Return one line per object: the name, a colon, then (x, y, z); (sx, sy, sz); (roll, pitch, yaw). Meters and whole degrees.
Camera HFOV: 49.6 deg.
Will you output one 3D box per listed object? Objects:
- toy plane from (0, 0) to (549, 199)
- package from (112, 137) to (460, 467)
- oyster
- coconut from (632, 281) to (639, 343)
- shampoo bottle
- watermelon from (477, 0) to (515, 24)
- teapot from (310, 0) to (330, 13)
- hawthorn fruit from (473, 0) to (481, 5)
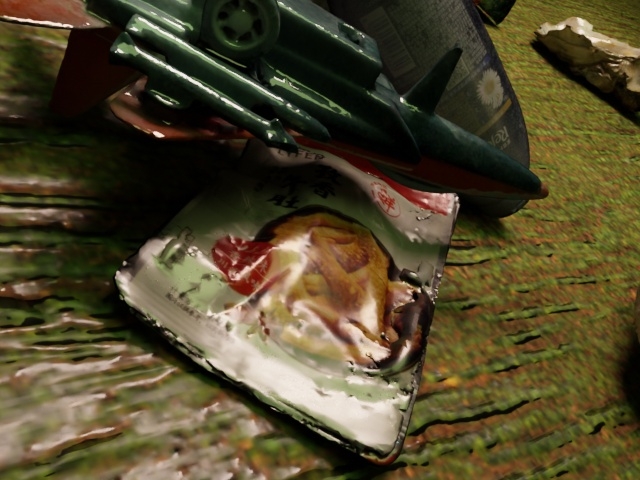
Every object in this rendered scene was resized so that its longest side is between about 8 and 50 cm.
toy plane: (-0.002, -0.092, 0.393); (0.326, 0.104, 0.223); (14, 33, -11)
package: (0.000, 0.000, 0.400); (0.154, 0.030, 0.239); (31, 36, -4)
oyster: (0.429, -0.266, 1.037); (0.233, 0.107, 0.161); (25, 37, 16)
coconut: (0.325, 0.053, 0.469); (0.224, 0.224, 0.234); (40, 34, 5)
shampoo bottle: (0.091, -0.108, 0.497); (0.233, 0.087, 0.049); (50, 1, -34)
watermelon: (0.183, -0.400, 0.977); (0.207, 0.202, 0.136); (11, 79, -13)
teapot: (0.055, -0.136, 0.540); (0.200, 0.107, 0.077); (8, 48, -33)
hawthorn fruit: (0.004, -0.287, 0.562); (0.307, 0.276, 0.276); (-20, 61, -34)
